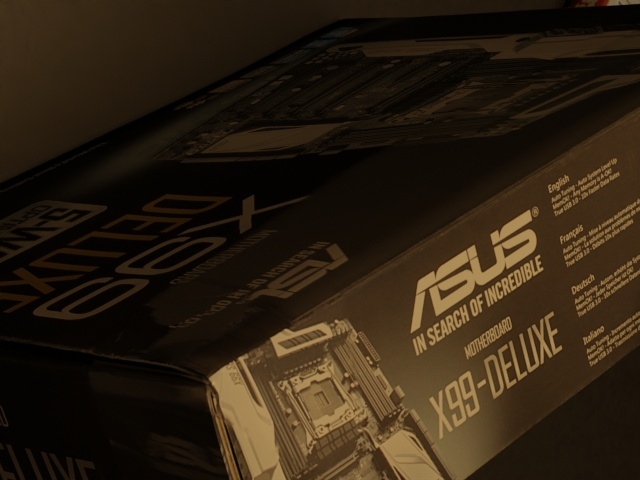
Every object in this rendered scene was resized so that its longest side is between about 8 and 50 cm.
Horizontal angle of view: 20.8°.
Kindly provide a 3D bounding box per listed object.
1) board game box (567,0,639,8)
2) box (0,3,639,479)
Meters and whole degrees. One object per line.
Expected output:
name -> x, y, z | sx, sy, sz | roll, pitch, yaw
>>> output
board game box -> 0.234, -0.076, 0.975 | 0.281, 0.027, 0.145 | 47, 62, -35
box -> 0.000, 0.000, 0.607 | 0.307, 0.242, 0.076 | -30, 113, -38
